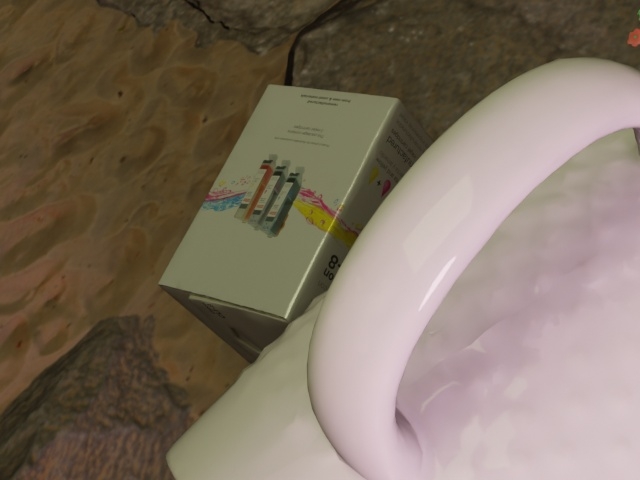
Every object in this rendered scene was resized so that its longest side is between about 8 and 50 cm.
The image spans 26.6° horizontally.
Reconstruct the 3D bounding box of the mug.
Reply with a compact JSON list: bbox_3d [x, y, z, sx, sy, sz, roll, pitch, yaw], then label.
[{"bbox_3d":[0.115,0.068,0.652,0.328,0.374,0.276,-44,53,-7],"label":"mug"}]

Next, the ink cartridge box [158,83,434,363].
[{"bbox_3d":[0.000,0.000,0.955,0.127,0.128,0.176,13,68,41],"label":"ink cartridge box"}]

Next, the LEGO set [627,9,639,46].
[{"bbox_3d":[0.286,-0.193,0.907,0.287,0.107,0.132,-36,45,9],"label":"LEGO set"}]
